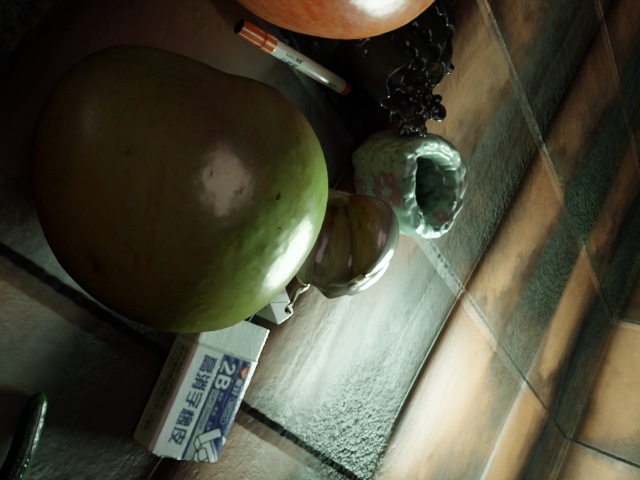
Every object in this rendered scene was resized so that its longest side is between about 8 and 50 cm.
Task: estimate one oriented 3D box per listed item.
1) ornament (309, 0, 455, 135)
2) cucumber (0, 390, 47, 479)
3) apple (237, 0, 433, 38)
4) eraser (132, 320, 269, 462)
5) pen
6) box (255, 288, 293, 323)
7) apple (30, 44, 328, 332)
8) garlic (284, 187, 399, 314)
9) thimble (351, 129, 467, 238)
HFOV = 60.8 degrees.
[{"bbox_3d":[0.139,-0.322,0.902,0.260,0.106,0.251,36,71,-11],"label":"ornament"},{"bbox_3d":[-0.367,0.272,0.654,0.033,0.036,0.184,32,75,-50],"label":"cucumber"},{"bbox_3d":[0.014,-0.427,0.665,0.364,0.364,0.364,-10,105,-42],"label":"apple"},{"bbox_3d":[-0.171,0.209,0.805,0.124,0.068,0.210,30,77,-40],"label":"eraser"},{"bbox_3d":[-0.036,-0.285,0.864,0.239,0.028,0.028,16,87,-45],"label":"pen"},{"bbox_3d":[-0.098,0.046,0.830,0.040,0.084,0.154,-33,118,-35],"label":"box"},{"bbox_3d":[-0.151,-0.047,0.613,0.319,0.319,0.277,10,97,-44],"label":"apple"},{"bbox_3d":[0.000,0.000,0.858,0.256,0.207,0.207,-25,115,-42],"label":"garlic"},{"bbox_3d":[0.159,-0.110,0.999,0.211,0.149,0.185,42,71,-40],"label":"thimble"}]
